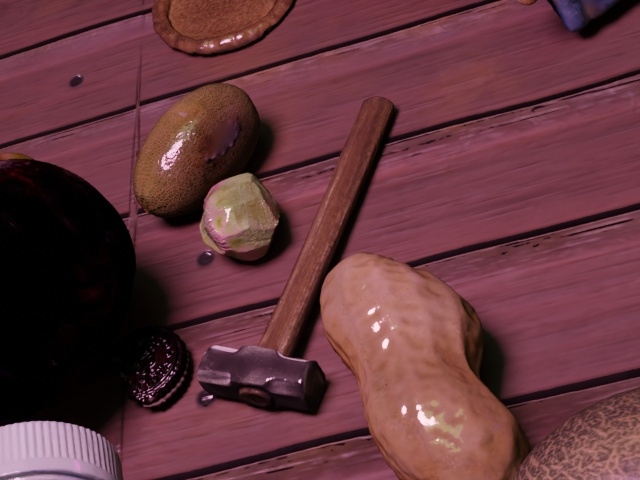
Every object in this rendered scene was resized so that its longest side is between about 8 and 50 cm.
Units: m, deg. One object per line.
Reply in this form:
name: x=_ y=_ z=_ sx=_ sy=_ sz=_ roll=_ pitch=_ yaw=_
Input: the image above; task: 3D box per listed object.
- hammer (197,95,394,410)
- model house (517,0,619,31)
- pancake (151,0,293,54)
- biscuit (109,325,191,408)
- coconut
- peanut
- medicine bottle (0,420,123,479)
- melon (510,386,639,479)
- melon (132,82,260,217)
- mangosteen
hammer: x=0.000 y=0.000 z=1.209 sx=0.111 sy=0.043 sz=0.365 roll=4 pitch=52 yaw=28
model house: x=0.161 y=-0.424 z=1.297 sx=0.382 sy=0.334 sz=0.343 roll=0 pitch=51 yaw=36
pancake: x=-0.114 y=-0.294 z=1.507 sx=0.199 sy=0.021 sz=0.199 roll=-11 pitch=49 yaw=13
biscuit: x=-0.164 y=0.119 z=1.184 sx=0.089 sy=0.027 sz=0.087 roll=-2 pitch=51 yaw=21
coconut: x=-0.080 y=-0.020 z=1.229 sx=0.081 sy=0.083 sz=0.082 roll=-23 pitch=7 yaw=3
peanut: x=0.087 y=0.113 z=1.032 sx=0.125 sy=0.111 sz=0.274 roll=-17 pitch=49 yaw=-11
medicine bottle: x=-0.214 y=0.311 z=0.961 sx=0.158 sy=0.158 sz=0.318 roll=-21 pitch=48 yaw=6
melon: x=0.266 y=0.202 z=0.783 sx=0.329 sy=0.248 sz=0.248 roll=-11 pitch=49 yaw=6
melon: x=-0.129 y=-0.092 z=1.294 sx=0.099 sy=0.099 sz=0.162 roll=26 pitch=68 yaw=37
mangosteen: x=-0.311 y=0.027 z=1.142 sx=0.287 sy=0.287 sz=0.233 roll=-51 pitch=22 yaw=-20
